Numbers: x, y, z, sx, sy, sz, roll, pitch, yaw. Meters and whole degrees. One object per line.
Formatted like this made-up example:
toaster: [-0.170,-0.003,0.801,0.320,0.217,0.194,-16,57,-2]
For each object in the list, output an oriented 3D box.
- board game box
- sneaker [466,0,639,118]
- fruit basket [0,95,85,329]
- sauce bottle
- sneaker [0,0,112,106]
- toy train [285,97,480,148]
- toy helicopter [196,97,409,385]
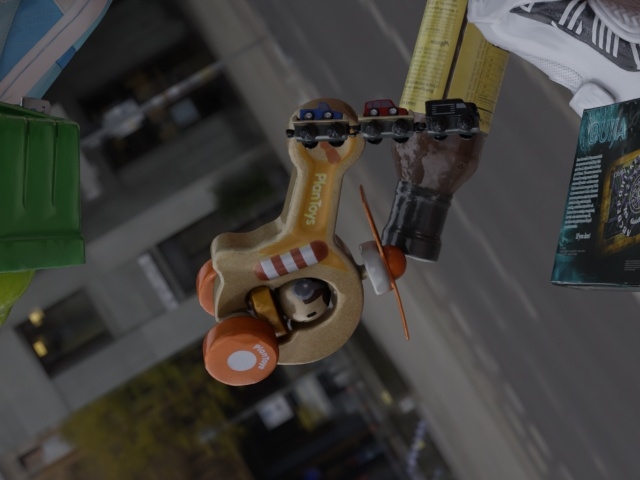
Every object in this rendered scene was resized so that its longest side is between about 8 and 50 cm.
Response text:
board game box: [0.203,-0.030,1.127,0.186,0.026,0.126,178,104,-75]
sneaker: [0.267,-0.081,1.441,0.366,0.210,0.137,22,-163,21]
fruit basket: [-0.302,0.060,1.251,0.165,0.353,0.327,22,-173,13]
sauce bottle: [0.142,-0.149,2.012,0.111,0.344,0.111,17,-178,0]
sneaker: [-0.318,-0.222,1.582,0.208,0.319,0.127,43,149,-22]
toy train: [0.050,-0.098,1.435,0.027,0.158,0.036,74,-166,-72]
toy helicopter: [0.000,0.000,1.916,0.140,0.235,0.355,-100,17,-49]
